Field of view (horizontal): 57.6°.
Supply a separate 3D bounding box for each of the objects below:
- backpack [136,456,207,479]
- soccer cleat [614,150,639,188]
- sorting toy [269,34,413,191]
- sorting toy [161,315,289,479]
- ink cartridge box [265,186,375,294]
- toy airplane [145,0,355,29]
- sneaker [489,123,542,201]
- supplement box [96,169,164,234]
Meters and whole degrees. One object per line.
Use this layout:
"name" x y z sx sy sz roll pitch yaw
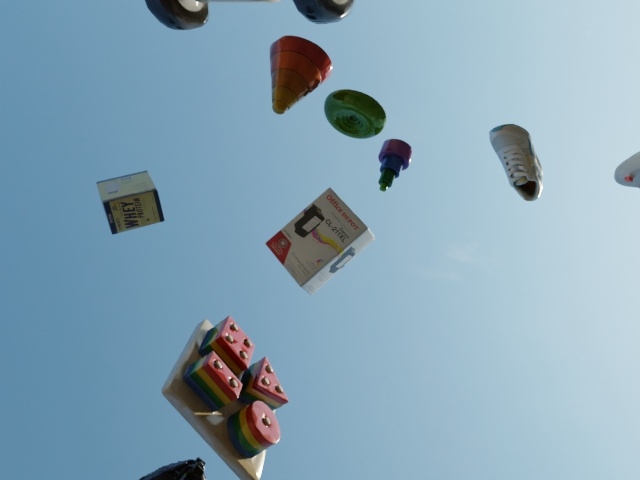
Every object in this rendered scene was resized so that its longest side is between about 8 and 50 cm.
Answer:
"backpack" -0.195 0.342 0.629 0.173 0.117 0.158 -11 -107 -47
"soccer cleat" 0.451 -0.119 0.702 0.068 0.196 0.076 20 -117 -27
"sorting toy" 0.032 -0.211 1.089 0.365 0.127 0.126 36 -118 -30
"sorting toy" -0.163 0.297 1.158 0.255 0.089 0.257 53 -166 -14
"ink cartridge box" 0.000 0.000 1.159 0.175 0.072 0.127 -42 -116 0
"toy airplane" -0.022 -0.350 0.359 0.386 0.272 0.384 -27 -133 2
"sneaker" 0.483 -0.191 1.418 0.228 0.087 0.092 43 -135 -33
"supplement box" -0.298 -0.061 0.911 0.083 0.056 0.083 -17 -146 -19
